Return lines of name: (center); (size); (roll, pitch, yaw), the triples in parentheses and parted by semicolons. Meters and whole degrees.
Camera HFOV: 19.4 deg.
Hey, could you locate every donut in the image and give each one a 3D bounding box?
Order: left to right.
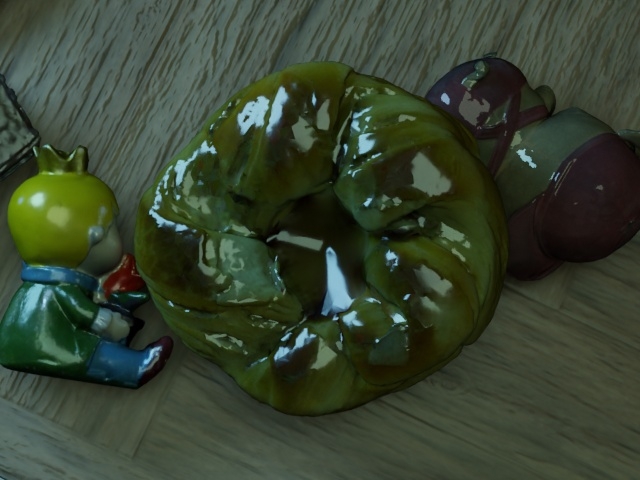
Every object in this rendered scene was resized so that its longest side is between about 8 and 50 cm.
donut: (0.000, 0.000, 1.838); (0.360, 0.170, 0.360); (0, 91, 17)

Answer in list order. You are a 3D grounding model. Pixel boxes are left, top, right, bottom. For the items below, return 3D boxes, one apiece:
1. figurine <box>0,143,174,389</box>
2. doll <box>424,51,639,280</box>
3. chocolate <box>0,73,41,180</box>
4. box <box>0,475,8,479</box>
figurine: (-0.228, 0.025, 1.880); (0.185, 0.127, 0.234); (9, 77, -4)
doll: (0.216, -0.073, 1.924); (0.256, 0.152, 0.196); (38, 111, 17)
chocolate: (-0.432, -0.042, 1.892); (0.321, 0.112, 0.112); (-39, 95, -11)
box: (-0.317, 0.257, 1.830); (0.130, 0.129, 0.051); (29, 80, 0)
